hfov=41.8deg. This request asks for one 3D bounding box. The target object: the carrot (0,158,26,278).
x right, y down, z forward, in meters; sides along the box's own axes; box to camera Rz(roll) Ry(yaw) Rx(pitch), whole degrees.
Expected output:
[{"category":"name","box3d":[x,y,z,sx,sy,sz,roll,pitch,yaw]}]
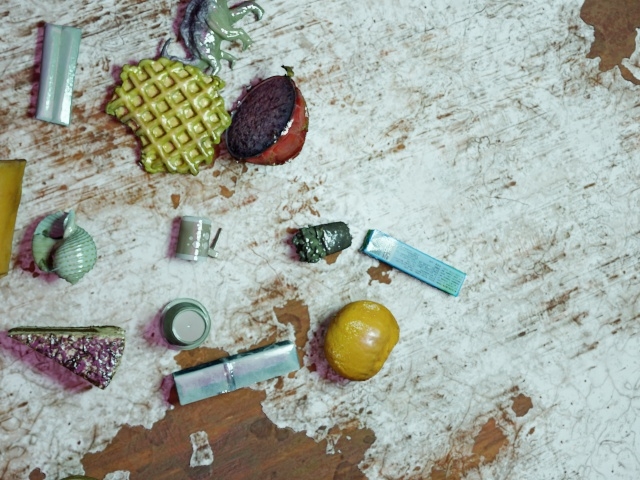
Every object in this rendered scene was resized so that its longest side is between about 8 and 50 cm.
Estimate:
[{"category":"carrot","box3d":[-0.706,-0.043,1.748,0.196,0.196,0.254,-1,97,-14]}]

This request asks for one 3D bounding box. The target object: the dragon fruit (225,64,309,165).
[{"category":"dragon fruit","box3d":[-0.094,-0.251,1.907,0.148,0.218,0.223,32,41,-42]}]

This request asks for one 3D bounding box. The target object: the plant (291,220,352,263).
[{"category":"plant","box3d":[0.000,0.000,1.969,0.143,0.092,0.094,-19,103,-21]}]

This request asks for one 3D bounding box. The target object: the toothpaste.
[{"category":"toothpaste","box3d":[0.225,0.055,2.044,0.267,0.050,0.065,25,84,-13]}]

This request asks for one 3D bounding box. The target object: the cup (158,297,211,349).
[{"category":"cup","box3d":[-0.299,0.190,1.870,0.120,0.141,0.120,0,90,-12]}]

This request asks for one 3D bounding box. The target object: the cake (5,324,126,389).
[{"category":"cake","box3d":[-0.539,0.210,1.828,0.246,0.112,0.135,32,81,-9]}]

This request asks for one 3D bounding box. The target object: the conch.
[{"category":"conch","box3d":[-0.554,0.022,1.823,0.135,0.102,0.153,-12,61,-3]}]

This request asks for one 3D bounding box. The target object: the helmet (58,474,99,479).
[{"category":"helmet","box3d":[-0.527,0.609,1.827,0.198,0.130,0.224,-15,105,-11]}]

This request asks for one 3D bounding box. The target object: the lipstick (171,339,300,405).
[{"category":"lipstick","box3d":[-0.191,0.301,1.931,0.290,0.077,0.076,-13,94,-15]}]

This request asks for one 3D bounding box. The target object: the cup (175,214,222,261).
[{"category":"cup","box3d":[-0.273,-0.003,1.906,0.102,0.074,0.099,8,89,-14]}]

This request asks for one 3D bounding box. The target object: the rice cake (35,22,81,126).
[{"category":"rice cake","box3d":[-0.577,-0.363,1.841,0.080,0.042,0.221,7,90,-15]}]

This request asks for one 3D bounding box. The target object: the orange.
[{"category":"orange","box3d":[0.091,0.230,1.951,0.161,0.193,0.193,30,83,12]}]

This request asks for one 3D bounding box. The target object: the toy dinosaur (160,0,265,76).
[{"category":"toy dinosaur","box3d":[-0.243,-0.469,1.904,0.162,0.077,0.294,30,86,-20]}]

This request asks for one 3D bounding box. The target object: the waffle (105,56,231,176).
[{"category":"waffle","box3d":[-0.342,-0.275,1.883,0.291,0.051,0.291,-1,99,-7]}]
